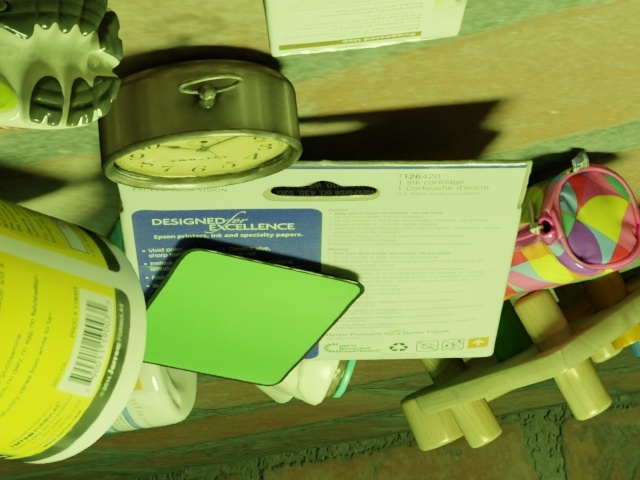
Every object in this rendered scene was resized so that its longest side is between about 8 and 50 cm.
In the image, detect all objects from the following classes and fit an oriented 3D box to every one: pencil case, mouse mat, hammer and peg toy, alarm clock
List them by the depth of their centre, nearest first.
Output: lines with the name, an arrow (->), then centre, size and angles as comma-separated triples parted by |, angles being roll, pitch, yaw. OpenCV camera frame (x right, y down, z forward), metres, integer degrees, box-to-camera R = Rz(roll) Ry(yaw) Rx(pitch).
alarm clock -> -0.076, -0.080, 1.186 | 0.129, 0.064, 0.192 | -4, 170, -9
mouse mat -> -0.068, 0.064, 1.501 | 0.153, 0.007, 0.189 | 13, 144, -21
pencil case -> 0.175, 0.000, 1.604 | 0.104, 0.104, 0.236 | 0, 168, -27
hammer and peg toy -> 0.222, 0.090, 1.841 | 0.266, 0.127, 0.361 | -30, -178, -30

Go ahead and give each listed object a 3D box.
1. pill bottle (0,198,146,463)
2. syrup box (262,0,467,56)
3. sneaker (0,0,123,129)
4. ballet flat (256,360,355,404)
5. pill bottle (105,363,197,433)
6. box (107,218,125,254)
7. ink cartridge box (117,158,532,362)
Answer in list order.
pill bottle -> -0.297, 0.044, 1.321 | 0.188, 0.188, 0.334 | -15, 157, 35
syrup box -> 0.016, -0.159, 0.783 | 0.096, 0.093, 0.237 | -7, 168, -1
sneaker -> -0.230, -0.097, 0.947 | 0.118, 0.107, 0.279 | -4, 170, 40
ballet flat -> -0.049, 0.090, 1.858 | 0.139, 0.139, 0.400 | -5, 179, -7
pill bottle -> -0.270, 0.121, 1.830 | 0.272, 0.152, 0.152 | -9, 168, 12
box -> -0.063, 0.014, 1.649 | 0.244, 0.060, 0.100 | -3, 168, -15
ink cartridge box -> 0.000, 0.000, 1.468 | 0.304, 0.072, 0.307 | 0, 146, -1
